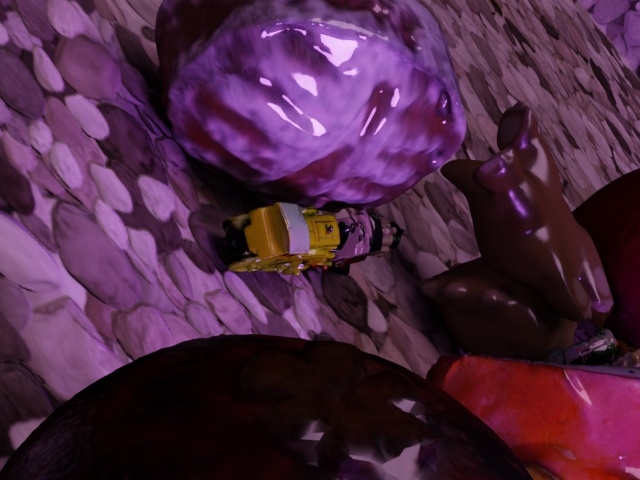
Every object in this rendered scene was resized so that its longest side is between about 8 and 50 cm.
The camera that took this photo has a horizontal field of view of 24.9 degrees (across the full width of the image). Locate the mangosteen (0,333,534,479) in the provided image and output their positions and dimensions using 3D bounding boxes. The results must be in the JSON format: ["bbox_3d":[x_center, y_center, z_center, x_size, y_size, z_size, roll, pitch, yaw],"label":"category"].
[{"bbox_3d":[-0.036,0.219,0.713,0.306,0.359,0.306,16,25,-7],"label":"mangosteen"}]

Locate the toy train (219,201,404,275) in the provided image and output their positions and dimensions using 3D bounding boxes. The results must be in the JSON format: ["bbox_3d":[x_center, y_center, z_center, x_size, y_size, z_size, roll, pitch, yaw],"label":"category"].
[{"bbox_3d":[0.000,0.000,1.266,0.250,0.085,0.053,2,75,-64],"label":"toy train"}]

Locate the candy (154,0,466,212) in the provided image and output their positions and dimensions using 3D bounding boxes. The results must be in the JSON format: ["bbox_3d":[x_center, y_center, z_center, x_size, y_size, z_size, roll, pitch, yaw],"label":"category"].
[{"bbox_3d":[-0.006,-0.128,1.246,0.289,0.214,0.157,22,42,-36],"label":"candy"}]

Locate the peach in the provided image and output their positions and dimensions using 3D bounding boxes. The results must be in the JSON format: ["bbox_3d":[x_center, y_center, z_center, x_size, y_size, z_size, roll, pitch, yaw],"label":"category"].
[{"bbox_3d":[0.443,0.073,1.777,0.353,0.416,0.339,-36,107,-31],"label":"peach"}]

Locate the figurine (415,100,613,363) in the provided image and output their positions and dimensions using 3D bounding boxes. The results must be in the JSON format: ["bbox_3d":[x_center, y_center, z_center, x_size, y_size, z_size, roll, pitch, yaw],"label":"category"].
[{"bbox_3d":[0.180,0.019,1.490,0.247,0.173,0.177,59,31,-16],"label":"figurine"}]

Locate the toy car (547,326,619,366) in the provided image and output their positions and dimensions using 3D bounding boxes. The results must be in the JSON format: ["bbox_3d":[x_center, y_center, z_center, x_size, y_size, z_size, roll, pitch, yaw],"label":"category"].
[{"bbox_3d":[0.252,0.140,1.443,0.069,0.142,0.055,-20,61,-25],"label":"toy car"}]

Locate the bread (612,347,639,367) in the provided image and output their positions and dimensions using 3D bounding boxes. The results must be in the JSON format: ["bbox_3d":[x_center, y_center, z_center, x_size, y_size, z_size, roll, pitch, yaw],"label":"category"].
[{"bbox_3d":[0.318,0.212,1.539,0.156,0.158,0.260,51,25,-23],"label":"bread"}]

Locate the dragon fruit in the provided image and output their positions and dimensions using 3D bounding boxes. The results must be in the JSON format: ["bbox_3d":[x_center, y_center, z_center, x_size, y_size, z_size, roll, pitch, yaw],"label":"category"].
[{"bbox_3d":[0.219,0.196,1.239,0.291,0.291,0.189,15,77,-59],"label":"dragon fruit"}]
